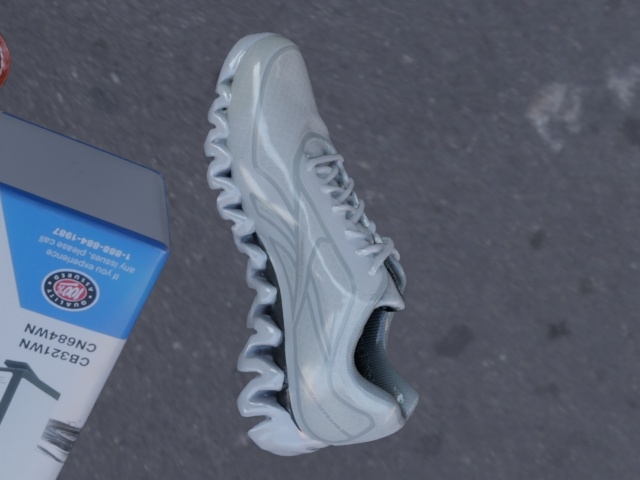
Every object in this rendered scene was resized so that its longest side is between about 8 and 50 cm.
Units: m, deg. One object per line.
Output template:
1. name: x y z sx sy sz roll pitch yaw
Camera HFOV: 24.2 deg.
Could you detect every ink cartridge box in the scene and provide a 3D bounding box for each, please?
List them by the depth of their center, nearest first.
1. ink cartridge box: -0.173 0.045 0.646 0.148 0.086 0.203 20 112 -19

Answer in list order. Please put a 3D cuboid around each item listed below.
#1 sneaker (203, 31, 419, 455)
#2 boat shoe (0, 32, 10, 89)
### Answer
1. sneaker: 0.000 0.000 1.017 0.110 0.118 0.292 -16 98 -56
2. boat shoe: -0.128 -0.070 0.404 0.137 0.043 0.049 34 63 -54
